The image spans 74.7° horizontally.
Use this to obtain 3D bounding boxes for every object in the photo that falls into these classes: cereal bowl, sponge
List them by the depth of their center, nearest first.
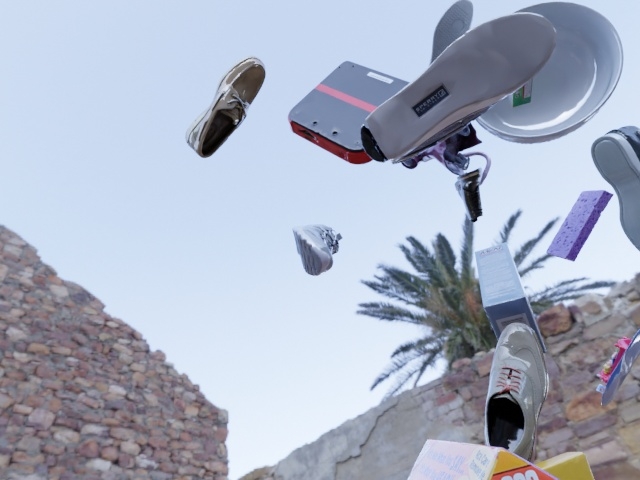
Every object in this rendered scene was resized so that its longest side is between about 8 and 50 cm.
[{"bbox_3d":[0.539,-0.395,1.046,0.338,0.339,0.141,-34,-20,19],"label":"cereal bowl"},{"bbox_3d":[0.727,-0.043,1.186,0.031,0.117,0.210,27,-85,1],"label":"sponge"}]

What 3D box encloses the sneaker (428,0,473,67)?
[{"bbox_3d":[0.391,-0.586,1.264,0.094,0.151,0.256,27,-54,15],"label":"sneaker"}]

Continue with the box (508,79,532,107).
[{"bbox_3d":[0.414,-0.392,0.912,0.043,0.179,0.105,-14,-32,15],"label":"box"}]

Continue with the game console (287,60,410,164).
[{"bbox_3d":[0.109,-0.429,1.376,0.342,0.386,0.060,-45,-34,-14],"label":"game console"}]

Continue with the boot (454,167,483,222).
[{"bbox_3d":[0.468,-0.135,1.270,0.076,0.137,0.198,-18,-9,13],"label":"boot"}]

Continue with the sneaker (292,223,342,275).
[{"bbox_3d":[0.000,0.000,1.007,0.115,0.281,0.105,-15,-73,-6],"label":"sneaker"}]

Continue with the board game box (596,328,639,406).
[{"bbox_3d":[0.557,0.230,0.791,0.169,0.033,0.133,-53,-47,-8],"label":"board game box"}]

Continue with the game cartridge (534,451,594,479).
[{"bbox_3d":[0.418,0.559,0.705,0.285,0.324,0.052,5,-28,-32],"label":"game cartridge"}]

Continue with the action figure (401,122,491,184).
[{"bbox_3d":[0.419,-0.350,1.510,0.275,0.370,0.248,31,-94,-18],"label":"action figure"}]

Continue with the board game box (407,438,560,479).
[{"bbox_3d":[0.231,0.473,0.433,0.356,0.357,0.357,27,-20,14],"label":"board game box"}]

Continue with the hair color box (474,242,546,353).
[{"bbox_3d":[0.568,0.170,1.284,0.113,0.374,0.186,-20,-75,23],"label":"hair color box"}]

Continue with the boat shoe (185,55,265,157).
[{"bbox_3d":[-0.267,-0.394,1.266,0.341,0.110,0.121,-52,-42,7],"label":"boat shoe"}]

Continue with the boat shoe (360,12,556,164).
[{"bbox_3d":[0.229,-0.256,0.751,0.340,0.127,0.158,-29,-2,15],"label":"boat shoe"}]

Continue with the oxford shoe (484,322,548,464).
[{"bbox_3d":[0.434,0.331,0.933,0.122,0.349,0.130,-3,-36,31],"label":"oxford shoe"}]

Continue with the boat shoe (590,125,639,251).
[{"bbox_3d":[0.697,-0.103,0.897,0.091,0.114,0.303,-25,-86,-12],"label":"boat shoe"}]
